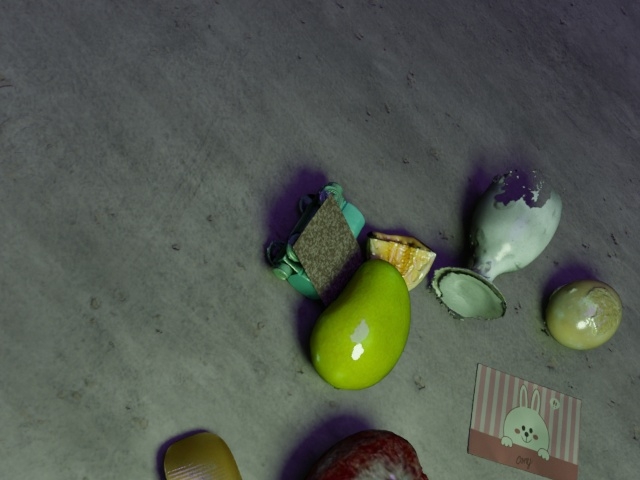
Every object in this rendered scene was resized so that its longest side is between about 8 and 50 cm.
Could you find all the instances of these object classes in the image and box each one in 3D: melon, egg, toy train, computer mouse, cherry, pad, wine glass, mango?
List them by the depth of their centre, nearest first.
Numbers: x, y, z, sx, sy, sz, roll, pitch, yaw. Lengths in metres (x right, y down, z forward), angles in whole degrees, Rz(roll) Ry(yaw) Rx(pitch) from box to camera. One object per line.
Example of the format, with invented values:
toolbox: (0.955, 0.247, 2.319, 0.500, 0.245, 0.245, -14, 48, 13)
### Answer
computer mouse: (-0.188, 0.454, 1.268, 0.126, 0.056, 0.245, -12, 79, -29)
cherry: (0.079, 0.463, 1.312, 0.300, 0.203, 0.230, -18, 85, -30)
mango: (0.091, 0.172, 1.448, 0.273, 0.149, 0.185, -48, 118, -32)
pad: (0.028, 0.041, 1.478, 0.158, 0.003, 0.235, -55, 134, -32)
toy train: (0.000, 0.000, 1.508, 0.159, 0.101, 0.248, 44, 59, -22)
melon: (0.152, 0.045, 1.580, 0.160, 0.079, 0.128, 14, 88, -22)
pad: (0.458, 0.408, 1.639, 0.300, 0.005, 0.202, 22, 64, -18)
wine glass: (0.399, 0.007, 1.652, 0.190, 0.190, 0.357, 41, 62, -8)
egg: (0.611, 0.169, 1.712, 0.202, 0.164, 0.164, -25, 85, -36)
